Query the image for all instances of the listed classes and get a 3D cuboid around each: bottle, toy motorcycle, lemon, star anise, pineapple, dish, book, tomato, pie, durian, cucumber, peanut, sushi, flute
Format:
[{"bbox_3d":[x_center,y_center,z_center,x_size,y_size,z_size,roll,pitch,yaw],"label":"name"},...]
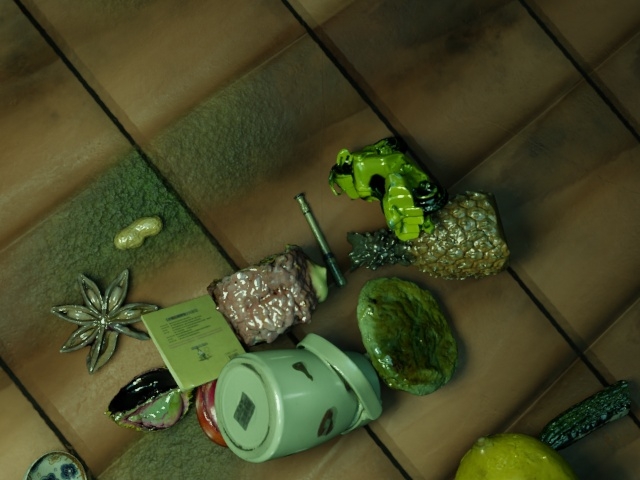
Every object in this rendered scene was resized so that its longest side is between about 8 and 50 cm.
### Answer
[{"bbox_3d":[-0.011,0.306,1.556,0.352,0.229,0.229,-1,77,-41],"label":"bottle"},{"bbox_3d":[0.135,-0.128,1.681,0.206,0.342,0.142,-29,125,0],"label":"toy motorcycle"},{"bbox_3d":[0.409,0.533,1.598,0.258,0.258,0.310,-35,93,-14],"label":"lemon"},{"bbox_3d":[-0.458,0.154,1.613,0.212,0.073,0.196,-32,89,-17],"label":"star anise"},{"bbox_3d":[0.236,0.005,1.726,0.362,0.202,0.201,-10,80,7],"label":"pineapple"},{"bbox_3d":[-0.544,0.494,1.535,0.141,0.078,0.141,27,53,-44],"label":"dish"},{"bbox_3d":[-0.256,0.207,1.605,0.168,0.013,0.192,-16,60,-36],"label":"book"},{"bbox_3d":[-0.188,0.353,1.614,0.189,0.099,0.173,-2,61,-46],"label":"tomato"},{"bbox_3d":[0.189,0.200,1.660,0.277,0.079,0.276,24,51,-34],"label":"pie"},{"bbox_3d":[-0.343,0.339,1.599,0.187,0.119,0.108,-25,121,-11],"label":"durian"},{"bbox_3d":[0.593,0.403,1.750,0.265,0.077,0.077,-23,84,-12],"label":"cucumber"},{"bbox_3d":[-0.393,-0.017,1.671,0.113,0.054,0.054,-33,86,-14],"label":"peanut"},{"bbox_3d":[-0.093,0.112,1.586,0.237,0.270,0.170,-26,88,-1],"label":"sushi"},{"bbox_3d":[0.000,0.000,1.748,0.027,0.027,0.233,-25,84,-14],"label":"flute"}]
